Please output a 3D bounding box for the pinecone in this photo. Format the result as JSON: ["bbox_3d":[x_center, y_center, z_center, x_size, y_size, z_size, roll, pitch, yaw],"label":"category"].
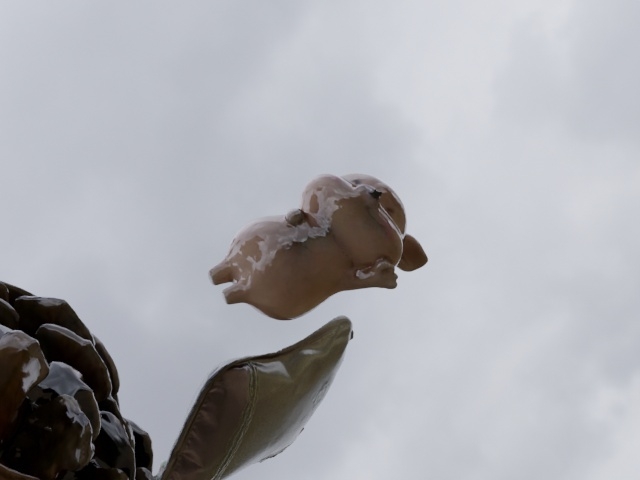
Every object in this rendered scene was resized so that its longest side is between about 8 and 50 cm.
[{"bbox_3d":[-0.158,0.110,0.503,0.179,0.184,0.204,-43,11,-16],"label":"pinecone"}]

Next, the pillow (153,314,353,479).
[{"bbox_3d":[-0.044,0.122,0.811,0.232,0.038,0.131,-8,-55,-65],"label":"pillow"}]

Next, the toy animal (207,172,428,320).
[{"bbox_3d":[-0.002,0.002,0.737,0.150,0.083,0.089,-21,3,-29],"label":"toy animal"}]
